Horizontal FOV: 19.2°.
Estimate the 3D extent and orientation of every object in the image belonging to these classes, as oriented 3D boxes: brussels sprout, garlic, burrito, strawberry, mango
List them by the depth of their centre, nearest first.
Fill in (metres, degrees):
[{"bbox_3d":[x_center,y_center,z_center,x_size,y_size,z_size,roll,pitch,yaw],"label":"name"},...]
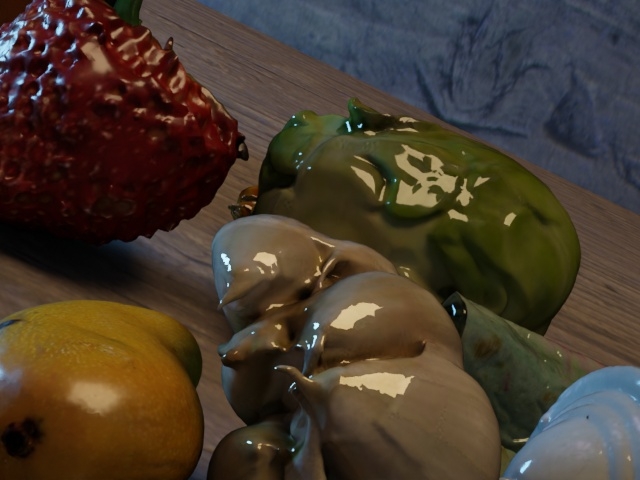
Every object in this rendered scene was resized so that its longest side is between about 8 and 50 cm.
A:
[{"bbox_3d":[0.017,0.105,1.177,0.184,0.281,0.203,-7,-29,13],"label":"garlic"},{"bbox_3d":[-0.144,0.104,1.183,0.157,0.109,0.262,17,8,6],"label":"mango"},{"bbox_3d":[0.170,0.143,1.568,0.228,0.144,0.089,22,13,-25],"label":"burrito"},{"bbox_3d":[-0.215,-0.092,1.643,0.261,0.258,0.261,41,-4,4],"label":"strawberry"},{"bbox_3d":[0.083,0.016,1.703,0.328,0.247,0.328,14,0,0],"label":"brussels sprout"}]

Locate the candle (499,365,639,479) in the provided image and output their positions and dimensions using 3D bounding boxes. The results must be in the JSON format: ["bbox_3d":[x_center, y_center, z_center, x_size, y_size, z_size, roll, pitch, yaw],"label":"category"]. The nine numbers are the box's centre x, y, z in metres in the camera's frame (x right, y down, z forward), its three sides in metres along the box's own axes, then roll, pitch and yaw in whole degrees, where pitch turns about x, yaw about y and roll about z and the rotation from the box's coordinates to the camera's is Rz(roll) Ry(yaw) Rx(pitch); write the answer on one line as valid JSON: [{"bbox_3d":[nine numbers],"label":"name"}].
[{"bbox_3d":[0.255,0.209,1.313,0.342,0.221,0.221,18,15,-25],"label":"candle"}]

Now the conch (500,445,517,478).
[{"bbox_3d":[0.115,0.180,1.488,0.180,0.065,0.088,8,23,-40],"label":"conch"}]

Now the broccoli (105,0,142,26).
[{"bbox_3d":[-0.277,-0.271,2.174,0.261,0.241,0.269,44,40,-9],"label":"broccoli"}]

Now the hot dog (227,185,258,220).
[{"bbox_3d":[0.000,0.000,1.985,0.235,0.062,0.092,23,13,-29],"label":"hot dog"}]

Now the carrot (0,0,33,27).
[{"bbox_3d":[-0.456,-0.309,2.003,0.214,0.193,0.331,-15,43,-37],"label":"carrot"}]
